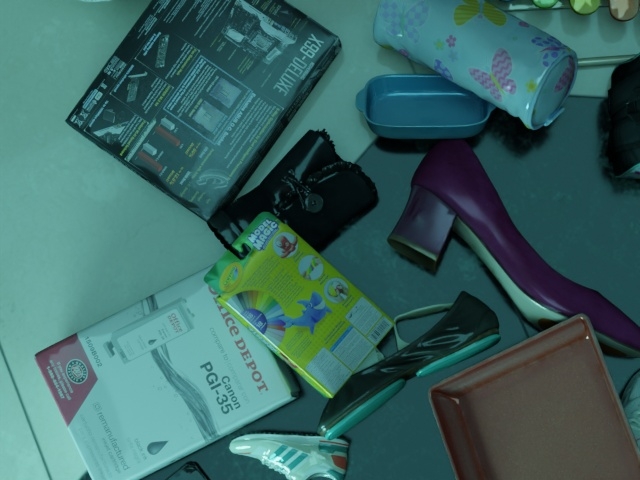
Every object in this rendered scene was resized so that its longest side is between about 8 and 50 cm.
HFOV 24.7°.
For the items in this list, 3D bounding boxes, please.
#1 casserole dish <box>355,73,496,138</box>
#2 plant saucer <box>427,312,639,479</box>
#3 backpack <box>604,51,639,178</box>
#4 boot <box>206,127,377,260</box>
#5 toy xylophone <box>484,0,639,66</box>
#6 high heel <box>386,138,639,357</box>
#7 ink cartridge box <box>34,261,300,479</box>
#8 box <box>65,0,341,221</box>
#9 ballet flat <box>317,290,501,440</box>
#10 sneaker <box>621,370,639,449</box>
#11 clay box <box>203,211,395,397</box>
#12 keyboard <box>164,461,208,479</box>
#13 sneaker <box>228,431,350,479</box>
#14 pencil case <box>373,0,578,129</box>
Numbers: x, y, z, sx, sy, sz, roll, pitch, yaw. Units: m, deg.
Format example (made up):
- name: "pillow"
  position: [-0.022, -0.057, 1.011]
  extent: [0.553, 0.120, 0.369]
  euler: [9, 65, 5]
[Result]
- name: "casserole dish"
  position: [0.141, -0.175, 1.948]
  extent: [0.188, 0.037, 0.114]
  euler: [1, 43, 3]
- name: "plant saucer"
  position: [0.283, 0.258, 1.845]
  extent: [0.258, 0.048, 0.259]
  euler: [-30, 68, 32]
- name: "backpack"
  position: [0.444, -0.162, 1.871]
  extent: [0.144, 0.188, 0.165]
  euler: [4, 84, 5]
- name: "boot"
  position: [0.000, 0.000, 1.933]
  extent: [0.207, 0.094, 0.246]
  euler: [-39, 95, -9]
- name: "toy xylophone"
  position: [0.357, -0.347, 1.950]
  extent: [0.323, 0.081, 0.236]
  euler: [-10, 84, 3]
- name: "high heel"
  position: [0.286, 0.006, 1.905]
  extent: [0.377, 0.127, 0.181]
  euler: [29, 77, 1]
- name: "ink cartridge box"
  position: [-0.198, 0.176, 1.920]
  extent: [0.283, 0.117, 0.207]
  euler: [-27, 83, 1]
- name: "box"
  position: [-0.156, -0.212, 1.977]
  extent: [0.242, 0.076, 0.307]
  euler: [34, 88, 7]
- name: "ballet flat"
  position: [0.101, 0.156, 1.920]
  extent: [0.280, 0.095, 0.096]
  euler: [-29, 73, -9]
- name: "sneaker"
  position: [0.408, 0.248, 1.868]
  extent: [0.090, 0.115, 0.232]
  euler: [35, 88, 6]
- name: "clay box"
  position: [-0.031, 0.079, 1.848]
  extent: [0.222, 0.053, 0.127]
  euler: [42, 78, -4]
- name: "keyboard"
  position: [-0.159, 0.395, 1.944]
  extent: [0.108, 0.023, 0.180]
  euler: [-38, 82, -7]
- name: "sneaker"
  position: [-0.042, 0.292, 1.927]
  extent: [0.161, 0.057, 0.075]
  euler: [2, 79, 2]
- name: "pencil case"
  position: [0.198, -0.248, 1.899]
  extent: [0.273, 0.124, 0.113]
  euler: [32, 47, 25]
